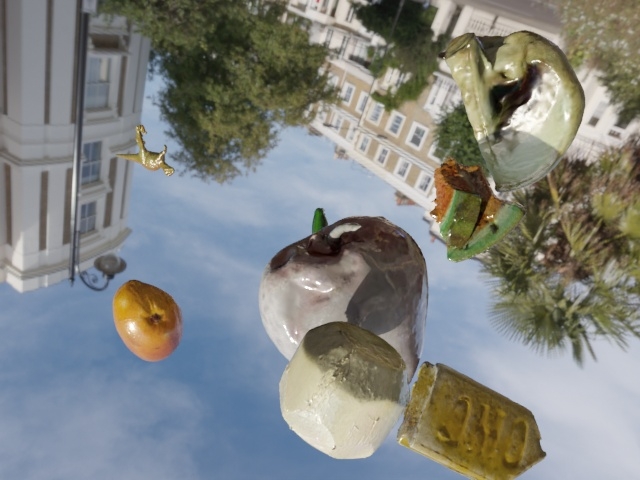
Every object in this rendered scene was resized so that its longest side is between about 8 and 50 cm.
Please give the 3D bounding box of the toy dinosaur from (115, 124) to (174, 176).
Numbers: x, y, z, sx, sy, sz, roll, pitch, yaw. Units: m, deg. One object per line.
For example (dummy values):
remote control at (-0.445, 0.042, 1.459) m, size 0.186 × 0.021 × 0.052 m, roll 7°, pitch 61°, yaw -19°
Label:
toy dinosaur at (-0.376, -0.168, 0.974) m, size 0.039 × 0.162 × 0.126 m, roll -24°, pitch -94°, yaw -52°

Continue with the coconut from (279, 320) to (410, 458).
coconut at (0.023, 0.197, 0.589) m, size 0.161 × 0.162 × 0.161 m, roll 29°, pitch -172°, yaw -4°

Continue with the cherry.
cherry at (0.046, 0.121, 0.835) m, size 0.326 × 0.335 × 0.291 m, roll -1°, pitch -174°, yaw -34°

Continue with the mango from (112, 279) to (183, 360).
mango at (-0.316, 0.153, 0.823) m, size 0.141 × 0.217 × 0.102 m, roll 35°, pitch -119°, yaw 1°

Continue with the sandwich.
sandwich at (0.419, -0.112, 1.304) m, size 0.162 × 0.250 × 0.301 m, roll 14°, pitch -131°, yaw -57°

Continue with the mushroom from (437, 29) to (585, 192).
mushroom at (0.361, -0.276, 0.830) m, size 0.292 × 0.212 × 0.217 m, roll 50°, pitch -133°, yaw -16°

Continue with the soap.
soap at (0.285, 0.350, 0.837) m, size 0.257 × 0.080 × 0.160 m, roll 28°, pitch -110°, yaw -7°

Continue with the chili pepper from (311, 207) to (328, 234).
chili pepper at (0.003, 0.001, 1.478) m, size 0.062 × 0.216 × 0.108 m, roll 0°, pitch 174°, yaw 21°
